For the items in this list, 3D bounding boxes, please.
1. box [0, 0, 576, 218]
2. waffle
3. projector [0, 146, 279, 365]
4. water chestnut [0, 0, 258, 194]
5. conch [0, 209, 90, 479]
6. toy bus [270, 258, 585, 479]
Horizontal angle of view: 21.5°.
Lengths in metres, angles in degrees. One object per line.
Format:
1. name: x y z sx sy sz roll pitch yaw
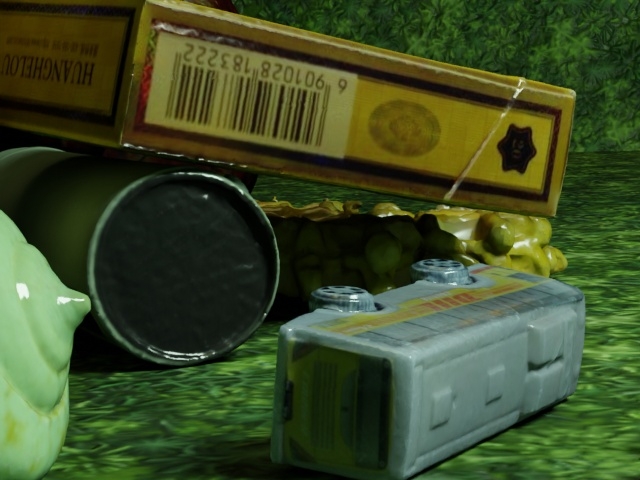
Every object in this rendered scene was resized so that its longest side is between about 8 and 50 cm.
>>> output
1. box: -0.027 -0.079 0.985 0.301 0.084 0.193 8 4 -36
2. waffle: 0.000 0.000 1.152 0.293 0.069 0.259 2 6 44
3. projector: -0.135 0.000 1.012 0.108 0.108 0.337 -5 7 -24
4. water chestnut: -0.182 -0.112 1.427 0.289 0.289 0.244 1 12 27
5. conch: -0.201 0.050 0.621 0.250 0.137 0.143 -20 26 24
6. toy bus: 0.048 0.048 0.691 0.075 0.064 0.190 8 10 31
